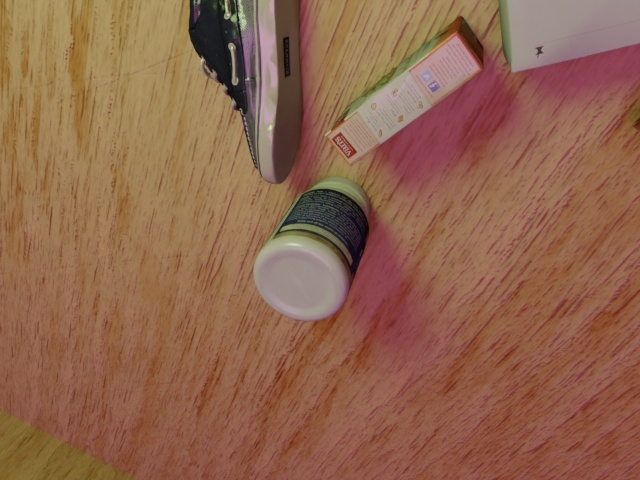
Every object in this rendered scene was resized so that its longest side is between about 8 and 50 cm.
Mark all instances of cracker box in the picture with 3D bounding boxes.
[{"bbox_3d":[0.126,-0.223,0.768,0.232,0.156,0.067,-34,106,30],"label":"cracker box"}]

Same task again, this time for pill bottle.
[{"bbox_3d":[0.000,0.000,0.876,0.153,0.265,0.153,8,123,13],"label":"pill bottle"}]

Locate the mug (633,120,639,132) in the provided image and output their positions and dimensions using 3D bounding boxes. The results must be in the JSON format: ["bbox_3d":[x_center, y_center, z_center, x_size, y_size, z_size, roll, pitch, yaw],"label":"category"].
[{"bbox_3d":[0.540,-0.204,0.701,0.113,0.150,0.169,45,126,33],"label":"mug"}]

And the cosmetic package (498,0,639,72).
[{"bbox_3d":[0.396,-0.385,0.589,0.376,0.098,0.285,-9,123,16],"label":"cosmetic package"}]

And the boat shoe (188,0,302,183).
[{"bbox_3d":[-0.123,-0.268,0.853,0.158,0.127,0.341,11,115,19],"label":"boat shoe"}]
